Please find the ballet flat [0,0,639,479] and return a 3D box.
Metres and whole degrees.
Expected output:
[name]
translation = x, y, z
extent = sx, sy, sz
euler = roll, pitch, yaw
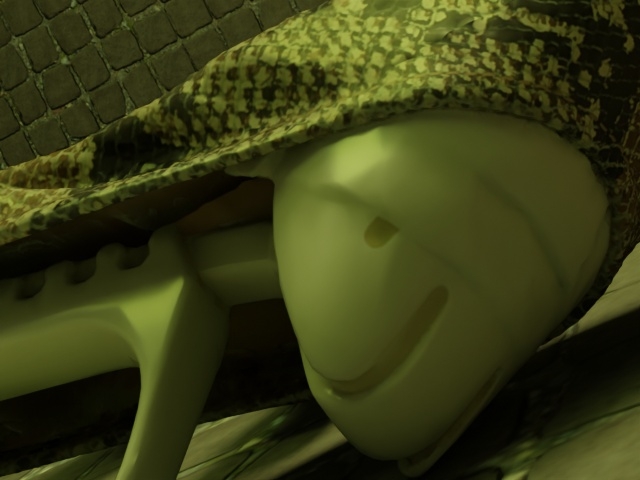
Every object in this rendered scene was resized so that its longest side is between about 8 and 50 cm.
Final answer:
[ballet flat]
translation = -0.048, 0.028, 0.571
extent = 0.482, 0.164, 0.182
euler = -18, 38, 14
